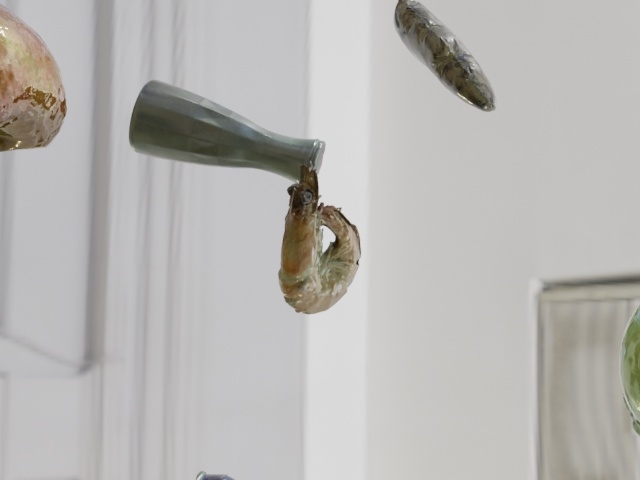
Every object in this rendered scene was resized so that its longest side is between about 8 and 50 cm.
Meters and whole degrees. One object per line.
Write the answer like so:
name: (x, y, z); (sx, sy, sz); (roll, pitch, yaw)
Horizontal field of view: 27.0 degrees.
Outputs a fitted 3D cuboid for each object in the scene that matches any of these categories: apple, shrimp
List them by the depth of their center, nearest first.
apple: (-0.314, -0.131, 1.119); (0.173, 0.195, 0.160); (23, -67, 32)
shrimp: (0.000, 0.000, 1.360); (0.041, 0.099, 0.180); (46, -31, 48)

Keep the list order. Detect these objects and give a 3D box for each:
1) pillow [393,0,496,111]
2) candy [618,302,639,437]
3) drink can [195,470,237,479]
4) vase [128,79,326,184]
pillow: (0.137, -0.235, 1.598); (0.051, 0.093, 0.241); (-33, -138, 0)
candy: (0.256, 0.117, 0.599); (0.093, 0.335, 0.092); (-43, -152, 24)
drink can: (-0.087, 0.381, 1.687); (0.205, 0.118, 0.118); (29, -62, 5)
vase: (-0.102, -0.113, 1.501); (0.086, 0.214, 0.086); (16, 90, -82)
